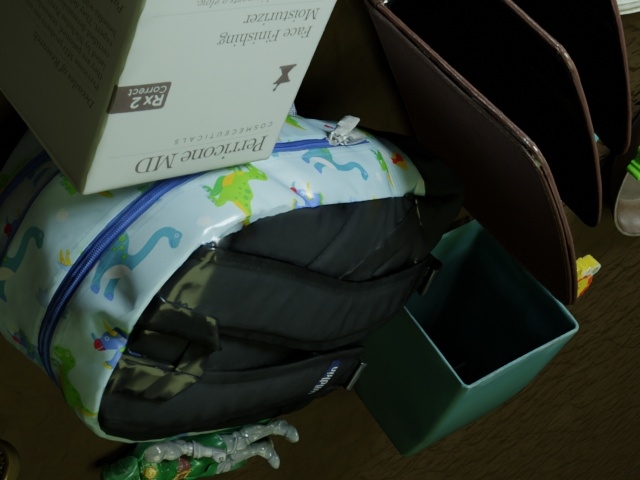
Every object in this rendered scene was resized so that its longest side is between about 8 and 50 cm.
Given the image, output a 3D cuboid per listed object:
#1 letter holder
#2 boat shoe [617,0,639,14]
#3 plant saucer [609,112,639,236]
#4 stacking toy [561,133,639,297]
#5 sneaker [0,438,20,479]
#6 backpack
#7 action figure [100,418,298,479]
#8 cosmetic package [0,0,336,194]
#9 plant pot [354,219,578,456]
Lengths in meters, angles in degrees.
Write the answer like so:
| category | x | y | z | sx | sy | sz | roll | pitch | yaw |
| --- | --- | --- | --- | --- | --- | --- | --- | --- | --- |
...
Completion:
| category | x | y | z | sx | sy | sz | roll | pitch | yaw |
| --- | --- | --- | --- | --- | --- | --- | --- | --- | --- |
| letter holder | 0.186 | -0.102 | 1.131 | 0.152 | 0.214 | 0.302 | -38 | 152 | -4 |
| boat shoe | 0.328 | -0.252 | 1.283 | 0.277 | 0.098 | 0.096 | -25 | 147 | -30 |
| plant saucer | 0.459 | -0.136 | 1.658 | 0.310 | 0.050 | 0.310 | -30 | 150 | -20 |
| stacking toy | 0.242 | -0.071 | 1.354 | 0.052 | 0.167 | 0.221 | -13 | 140 | -42 |
| sneaker | -0.325 | 0.247 | 1.210 | 0.192 | 0.064 | 0.086 | -45 | 159 | 7 |
| backpack | -0.087 | 0.020 | 1.024 | 0.290 | 0.273 | 0.355 | -52 | 172 | 23 |
| action figure | -0.131 | 0.228 | 1.424 | 0.232 | 0.063 | 0.137 | -7 | 140 | -41 |
| cosmetic package | -0.099 | -0.152 | 0.835 | 0.151 | 0.151 | 0.184 | -14 | 141 | -39 |
| plant pot | 0.137 | 0.128 | 1.512 | 0.165 | 0.166 | 0.234 | -23 | 153 | -30 |
